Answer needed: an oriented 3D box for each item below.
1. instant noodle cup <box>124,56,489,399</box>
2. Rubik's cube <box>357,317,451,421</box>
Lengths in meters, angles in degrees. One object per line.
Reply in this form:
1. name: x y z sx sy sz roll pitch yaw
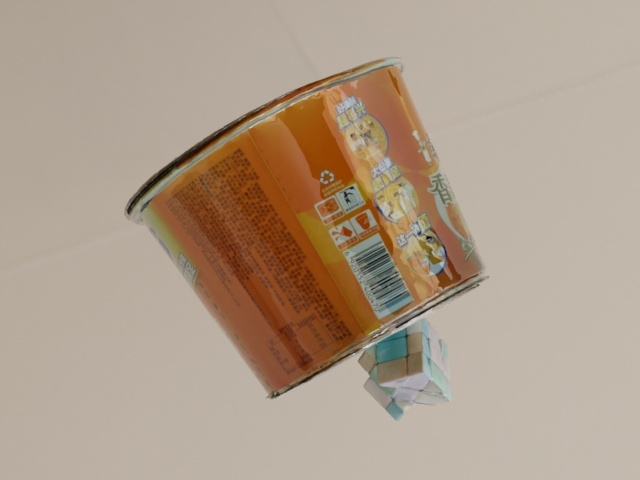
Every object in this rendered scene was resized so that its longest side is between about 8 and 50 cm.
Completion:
1. instant noodle cup: 0.000 0.000 1.182 0.296 0.296 0.214 -27 -96 -19
2. Rubik's cube: 0.071 0.113 1.147 0.073 0.084 0.075 -16 -145 20
